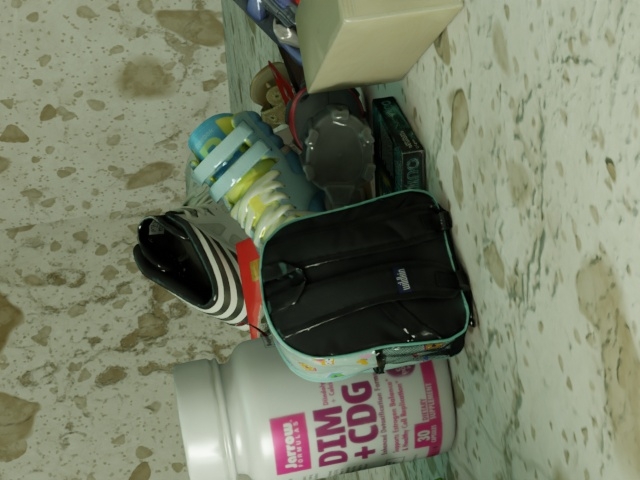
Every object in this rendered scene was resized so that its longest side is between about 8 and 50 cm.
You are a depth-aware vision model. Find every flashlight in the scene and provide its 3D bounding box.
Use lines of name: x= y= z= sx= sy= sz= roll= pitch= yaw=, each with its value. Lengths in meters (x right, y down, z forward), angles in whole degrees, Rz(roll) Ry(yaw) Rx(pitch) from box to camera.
flashlight: x=0.012 y=-0.126 z=1.218 sx=0.103 sy=0.103 sz=0.304 roll=42 pitch=-173 yaw=-9

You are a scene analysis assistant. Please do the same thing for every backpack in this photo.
backpack: x=0.035 y=0.052 z=1.049 sx=0.144 sy=0.188 sz=0.166 roll=100 pitch=159 yaw=-68

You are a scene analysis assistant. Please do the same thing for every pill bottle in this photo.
pill bottle: x=-0.010 y=0.176 z=1.176 sx=0.160 sy=0.283 sz=0.161 roll=170 pitch=90 yaw=-83

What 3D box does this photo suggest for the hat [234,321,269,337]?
hat: x=0.011 y=0.168 z=1.363 sx=0.183 sy=0.172 sz=0.209 roll=127 pitch=128 yaw=-73

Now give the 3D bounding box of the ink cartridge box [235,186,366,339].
ink cartridge box: x=-0.026 y=0.101 z=1.471 sx=0.261 sy=0.066 sz=0.296 roll=-23 pitch=71 yaw=38

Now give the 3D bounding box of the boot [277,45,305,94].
boot: x=-0.049 y=-0.298 z=1.622 sx=0.248 sy=0.090 sz=0.207 roll=138 pitch=123 yaw=-78

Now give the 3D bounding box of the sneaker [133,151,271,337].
sneaker: x=-0.181 y=-0.044 z=1.741 sx=0.257 sy=0.169 sz=0.448 roll=27 pitch=-154 yaw=-42

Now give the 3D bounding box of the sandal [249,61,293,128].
sandal: x=-0.065 y=-0.243 z=1.971 sx=0.079 sy=0.088 sz=0.240 roll=47 pitch=172 yaw=11

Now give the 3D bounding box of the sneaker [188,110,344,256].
sneaker: x=-0.070 y=-0.037 z=1.250 sx=0.208 sy=0.127 sz=0.319 roll=42 pitch=-167 yaw=-20

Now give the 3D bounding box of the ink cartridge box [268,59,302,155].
ink cartridge box: x=-0.041 y=-0.138 z=1.673 sx=0.275 sy=0.060 sz=0.239 roll=-120 pitch=6 yaw=-70

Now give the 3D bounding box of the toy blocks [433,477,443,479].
toy blocks: x=0.098 y=0.432 z=1.234 sx=0.381 sy=0.190 sz=0.261 roll=100 pitch=148 yaw=-70

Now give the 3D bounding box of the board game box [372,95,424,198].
board game box: x=0.085 y=-0.045 z=1.178 sx=0.126 sy=0.026 sz=0.186 roll=-110 pitch=14 yaw=-54

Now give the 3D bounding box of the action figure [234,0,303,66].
action figure: x=-0.059 y=-0.346 z=1.278 sx=0.341 sy=0.178 sz=0.330 roll=47 pitch=168 yaw=-7

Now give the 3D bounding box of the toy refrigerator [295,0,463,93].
toy refrigerator: x=0.043 y=-0.213 z=0.997 sx=0.269 sy=0.102 sz=0.094 roll=142 pitch=119 yaw=-82
